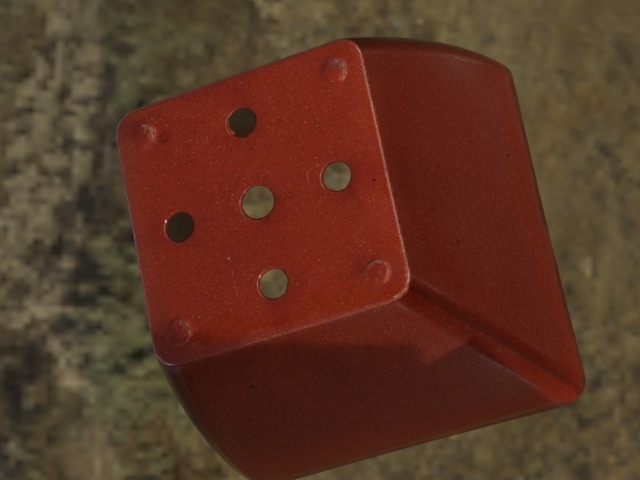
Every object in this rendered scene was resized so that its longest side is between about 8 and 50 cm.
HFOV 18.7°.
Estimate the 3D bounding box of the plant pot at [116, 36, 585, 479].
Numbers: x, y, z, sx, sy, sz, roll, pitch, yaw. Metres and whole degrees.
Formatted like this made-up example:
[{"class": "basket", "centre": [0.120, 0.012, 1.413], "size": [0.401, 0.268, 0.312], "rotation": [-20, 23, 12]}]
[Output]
[{"class": "plant pot", "centre": [0.000, 0.000, 1.344], "size": [0.267, 0.236, 0.267], "rotation": [-18, 71, 18]}]
